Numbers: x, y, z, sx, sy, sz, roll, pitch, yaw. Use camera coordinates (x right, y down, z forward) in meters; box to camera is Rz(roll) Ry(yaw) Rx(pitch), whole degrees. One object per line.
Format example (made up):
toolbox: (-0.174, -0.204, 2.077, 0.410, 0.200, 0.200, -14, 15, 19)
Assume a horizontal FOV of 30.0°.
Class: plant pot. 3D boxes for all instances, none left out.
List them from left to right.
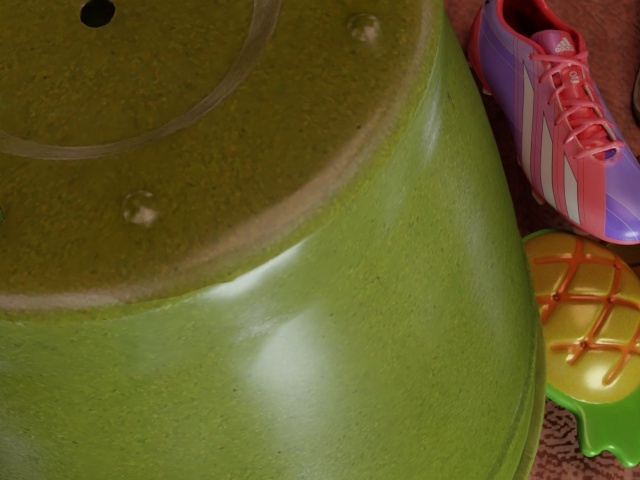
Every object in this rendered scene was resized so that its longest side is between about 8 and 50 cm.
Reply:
plant pot: (-0.064, -0.009, 0.551, 0.366, 0.353, 0.367, -2, 63, 4)

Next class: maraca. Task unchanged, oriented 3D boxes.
maraca: (0.201, 0.076, 0.892, 0.127, 0.099, 0.186, -25, 80, -23)

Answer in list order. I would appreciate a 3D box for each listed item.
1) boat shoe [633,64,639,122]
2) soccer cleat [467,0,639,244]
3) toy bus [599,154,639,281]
boat shoe: (0.330, -0.197, 1.051, 0.080, 0.073, 0.224, 21, 66, -11)
soccer cleat: (0.186, -0.105, 0.921, 0.083, 0.095, 0.248, -10, 52, -20)
toy bus: (0.331, 0.015, 0.956, 0.191, 0.104, 0.202, 32, 64, -5)
